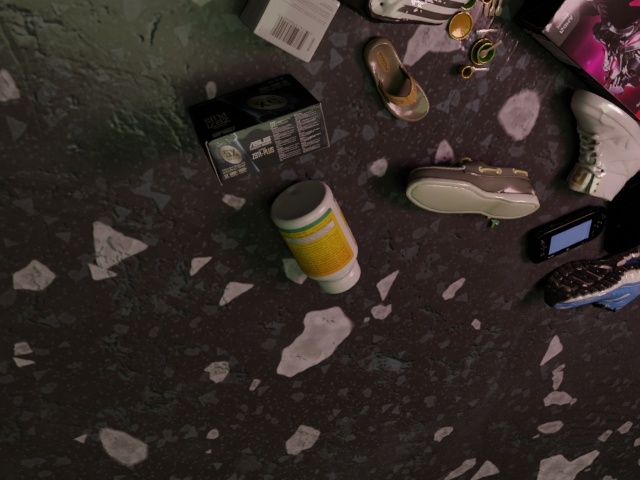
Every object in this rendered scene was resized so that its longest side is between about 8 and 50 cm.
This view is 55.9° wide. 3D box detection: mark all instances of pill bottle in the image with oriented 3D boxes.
[{"bbox_3d":[0.000,0.000,1.121,0.118,0.117,0.208,-31,129,-2],"label":"pill bottle"}]

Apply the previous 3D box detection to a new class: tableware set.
[{"bbox_3d":[0.273,-0.363,1.060,0.104,0.024,0.154,-9,125,-18],"label":"tableware set"}]

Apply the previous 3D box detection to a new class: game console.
[{"bbox_3d":[0.657,-0.031,1.437,0.362,0.044,0.213,-22,127,-9],"label":"game console"}]

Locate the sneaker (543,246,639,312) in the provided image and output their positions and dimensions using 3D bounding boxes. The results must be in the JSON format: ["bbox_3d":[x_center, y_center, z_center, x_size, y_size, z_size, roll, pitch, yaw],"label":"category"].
[{"bbox_3d":[0.705,0.127,1.509,0.330,0.129,0.147,-12,123,-17],"label":"sneaker"}]

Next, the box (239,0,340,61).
[{"bbox_3d":[-0.047,-0.340,0.894,0.101,0.087,0.101,20,111,-33],"label":"box"}]

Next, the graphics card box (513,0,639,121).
[{"bbox_3d":[0.557,-0.403,1.115,0.371,0.094,0.232,24,110,-33],"label":"graphics card box"}]

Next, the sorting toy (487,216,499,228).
[{"bbox_3d":[0.393,-0.065,1.317,0.062,0.012,0.083,-13,125,-16],"label":"sorting toy"}]

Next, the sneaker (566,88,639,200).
[{"bbox_3d":[0.576,-0.181,1.262,0.293,0.108,0.169,28,104,-36],"label":"sneaker"}]

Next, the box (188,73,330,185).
[{"bbox_3d":[-0.099,-0.177,0.941,0.180,0.147,0.077,-21,128,-9],"label":"box"}]

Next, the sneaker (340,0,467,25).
[{"bbox_3d":[0.084,-0.456,0.822,0.448,0.169,0.257,29,105,-38],"label":"sneaker"}]

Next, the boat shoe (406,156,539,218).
[{"bbox_3d":[0.298,-0.110,1.197,0.305,0.091,0.109,6,156,-25],"label":"boat shoe"}]

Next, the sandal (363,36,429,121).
[{"bbox_3d":[0.135,-0.270,1.044,0.072,0.049,0.180,-38,128,4],"label":"sandal"}]
